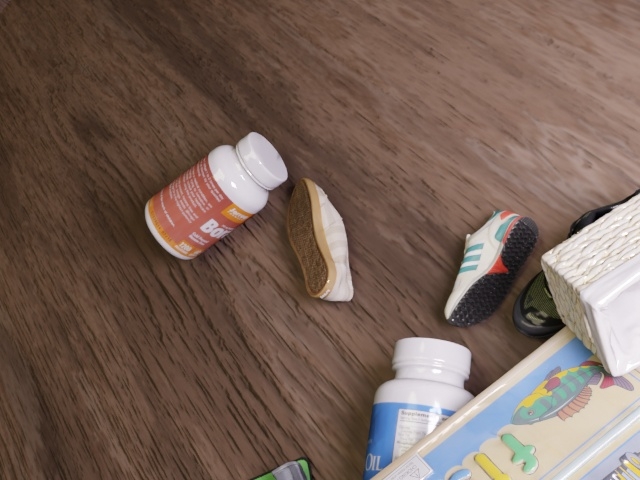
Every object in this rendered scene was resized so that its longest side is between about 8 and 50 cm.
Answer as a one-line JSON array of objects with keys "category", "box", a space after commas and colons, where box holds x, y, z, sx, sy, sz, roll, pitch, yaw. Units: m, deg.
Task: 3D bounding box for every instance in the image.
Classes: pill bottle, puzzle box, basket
[{"category": "pill bottle", "box": [-0.162, -0.072, 1.365, 0.216, 0.121, 0.121, -34, 51, 21]}, {"category": "puzzle box", "box": [0.251, 0.221, 0.813, 0.409, 0.052, 0.272, -36, 39, -9]}, {"category": "basket", "box": [0.314, 0.033, 0.853, 0.167, 0.113, 0.103, -32, 35, -6]}, {"category": "pill bottle", "box": [0.116, 0.230, 0.989, 0.124, 0.124, 0.221, -7, 63, 36]}]

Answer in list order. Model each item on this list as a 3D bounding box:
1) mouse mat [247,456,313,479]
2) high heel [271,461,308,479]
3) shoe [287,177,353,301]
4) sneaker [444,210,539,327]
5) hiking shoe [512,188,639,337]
[{"category": "mouse mat", "box": [-0.077, 0.386, 1.144, 0.190, 0.007, 0.152, -29, 53, 23]}, {"category": "high heel", "box": [-0.095, 0.416, 1.070, 0.261, 0.093, 0.186, -38, 43, 6]}, {"category": "shoe", "box": [0.000, 0.000, 1.251, 0.076, 0.058, 0.219, -49, 40, 36]}, {"category": "sneaker", "box": [0.200, 0.032, 1.078, 0.161, 0.057, 0.075, -57, 30, 3]}, {"category": "hiking shoe", "box": [0.292, 0.016, 0.961, 0.227, 0.114, 0.086, -43, 47, 13]}]
